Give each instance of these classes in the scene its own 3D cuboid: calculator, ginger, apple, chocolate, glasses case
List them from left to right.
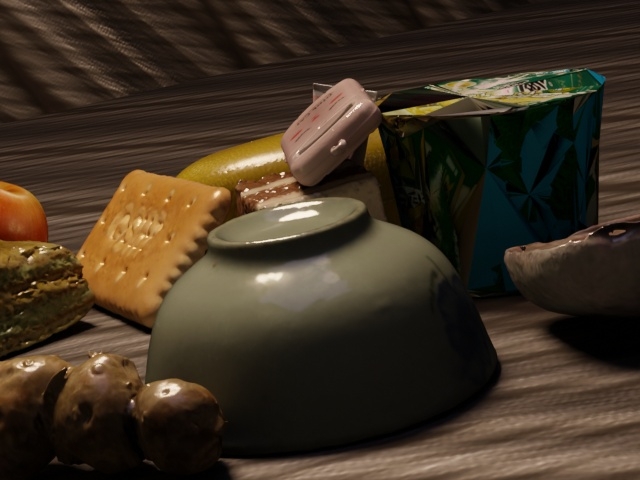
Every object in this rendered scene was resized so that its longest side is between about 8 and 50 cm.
[{"bbox_3d":[-0.377,-0.001,1.736,0.163,0.139,0.163,22,6,-3],"label":"apple"},{"bbox_3d":[-0.159,0.131,1.168,0.204,0.104,0.080,-3,-28,22],"label":"ginger"},{"bbox_3d":[0.009,-0.102,1.488,0.100,0.032,0.175,-43,14,6],"label":"calculator"},{"bbox_3d":[0.020,-0.061,1.753,0.371,0.141,0.173,-13,14,-14],"label":"glasses case"},{"bbox_3d":[0.310,0.013,1.315,0.303,0.100,0.185,-8,2,-8],"label":"chocolate"}]

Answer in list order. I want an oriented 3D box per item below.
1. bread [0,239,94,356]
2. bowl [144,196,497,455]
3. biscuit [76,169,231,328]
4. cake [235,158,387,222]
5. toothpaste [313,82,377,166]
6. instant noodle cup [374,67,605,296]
[{"bbox_3d":[-0.334,0.056,1.585,0.196,0.102,0.138,-18,18,-38],"label":"bread"},{"bbox_3d":[-0.012,0.051,1.273,0.289,0.146,0.289,-9,13,2],"label":"bowl"},{"bbox_3d":[-0.183,0.002,1.650,0.030,0.160,0.249,34,-9,-27],"label":"biscuit"},{"bbox_3d":[0.000,0.000,1.503,0.134,0.135,0.147,-17,11,-17],"label":"cake"},{"bbox_3d":[0.015,-0.057,1.606,0.067,0.195,0.043,10,14,16],"label":"toothpaste"},{"bbox_3d":[0.168,-0.057,1.540,0.240,0.178,0.240,-9,13,2],"label":"instant noodle cup"}]
